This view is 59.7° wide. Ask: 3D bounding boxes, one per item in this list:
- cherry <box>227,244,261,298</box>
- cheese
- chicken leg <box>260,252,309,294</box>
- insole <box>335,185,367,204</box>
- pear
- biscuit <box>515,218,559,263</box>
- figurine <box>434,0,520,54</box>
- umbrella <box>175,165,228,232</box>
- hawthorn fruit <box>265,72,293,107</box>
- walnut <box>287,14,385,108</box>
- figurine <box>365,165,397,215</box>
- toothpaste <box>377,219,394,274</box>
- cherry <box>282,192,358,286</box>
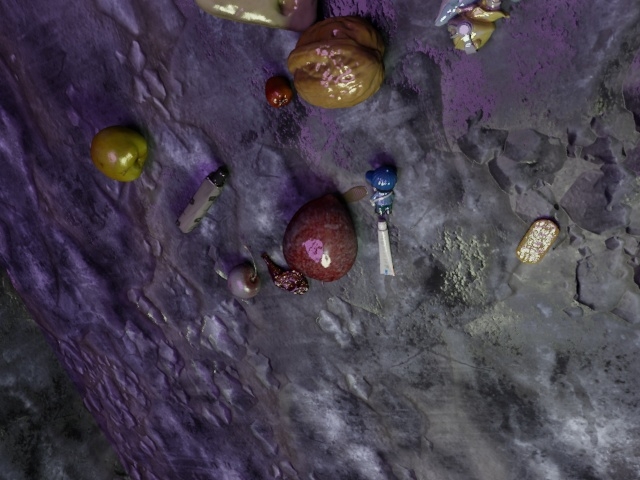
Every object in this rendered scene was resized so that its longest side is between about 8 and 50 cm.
[{"bbox_3d":[-0.291,0.120,2.010,0.188,0.115,0.148,66,165,-6],"label":"cherry"},{"bbox_3d":[-0.158,-0.692,1.357,0.329,0.129,0.350,-6,126,-17],"label":"cheese"},{"bbox_3d":[-0.129,0.122,1.947,0.205,0.053,0.093,23,102,9],"label":"chicken leg"},{"bbox_3d":[0.087,-0.134,1.709,0.135,0.002,0.045,-17,106,36],"label":"insole"},{"bbox_3d":[-0.701,-0.308,1.947,0.200,0.200,0.199,14,122,23],"label":"pear"},{"bbox_3d":[0.580,0.004,1.494,0.071,0.018,0.147,29,127,11],"label":"biscuit"},{"bbox_3d":[0.361,-0.523,1.263,0.209,0.128,0.183,-4,116,26],"label":"figurine"},{"bbox_3d":[-0.413,-0.141,1.950,0.073,0.067,0.337,37,129,-10],"label":"umbrella"},{"bbox_3d":[-0.125,-0.439,1.622,0.081,0.081,0.093,-37,65,38],"label":"hawthorn fruit"},{"bbox_3d":[0.040,-0.453,1.432,0.257,0.257,0.224,-1,83,30],"label":"walnut"},{"bbox_3d":[0.177,-0.144,1.609,0.086,0.087,0.149,-9,118,-8],"label":"figurine"},{"bbox_3d":[0.198,0.024,1.718,0.048,0.031,0.190,5,121,25],"label":"toothpaste"},{"bbox_3d":[0.000,0.000,1.712,0.231,0.203,0.299,16,109,24],"label":"cherry"}]
